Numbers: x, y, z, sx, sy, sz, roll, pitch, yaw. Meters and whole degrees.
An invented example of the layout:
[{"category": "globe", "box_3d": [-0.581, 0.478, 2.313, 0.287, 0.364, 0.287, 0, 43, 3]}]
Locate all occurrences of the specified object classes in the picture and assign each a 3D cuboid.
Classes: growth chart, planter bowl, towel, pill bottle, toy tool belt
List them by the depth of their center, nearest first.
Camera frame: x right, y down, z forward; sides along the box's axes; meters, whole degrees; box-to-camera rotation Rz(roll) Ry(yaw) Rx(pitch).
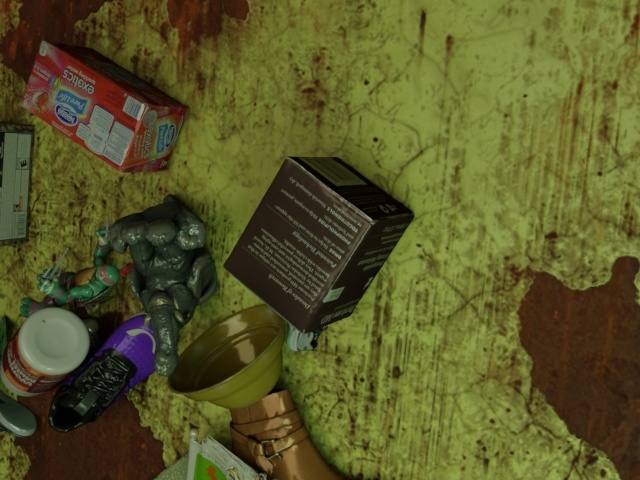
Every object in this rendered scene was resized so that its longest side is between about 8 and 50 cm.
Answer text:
[{"category": "planter bowl", "box_3d": [-0.129, 0.203, 1.385, 0.217, 0.217, 0.090, -21, 112, 27]}, {"category": "growth chart", "box_3d": [-0.147, 0.410, 1.412, 0.237, 0.021, 0.171, 21, 118, 40]}, {"category": "towel", "box_3d": [-0.230, 0.435, 1.531, 0.148, 0.027, 0.110, -39, 76, 24]}, {"category": "pill bottle", "box_3d": [-0.503, 0.207, 1.558, 0.221, 0.121, 0.121, -37, 76, 52]}, {"category": "toy tool belt", "box_3d": [-0.434, 0.186, 1.597, 0.052, 0.051, 0.083, -24, 84, 27]}]

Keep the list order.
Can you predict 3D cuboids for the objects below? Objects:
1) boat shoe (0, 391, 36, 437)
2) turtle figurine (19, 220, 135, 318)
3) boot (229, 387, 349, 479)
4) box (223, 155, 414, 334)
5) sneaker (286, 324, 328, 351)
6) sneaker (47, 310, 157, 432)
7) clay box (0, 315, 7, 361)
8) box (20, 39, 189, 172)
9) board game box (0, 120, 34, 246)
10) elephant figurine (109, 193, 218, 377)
[{"category": "boat shoe", "box_3d": [-0.632, 0.357, 1.711, 0.183, 0.065, 0.083, 27, 107, 30]}, {"category": "turtle figurine", "box_3d": [-0.428, 0.067, 1.535, 0.234, 0.175, 0.118, -24, 103, 35]}, {"category": "boot", "box_3d": [-0.027, 0.341, 1.385, 0.284, 0.109, 0.220, -9, 90, 37]}, {"category": "box", "box_3d": [0.000, 0.000, 1.293, 0.167, 0.168, 0.203, 38, 110, 18]}, {"category": "sneaker", "box_3d": [-0.020, 0.132, 1.392, 0.069, 0.038, 0.098, 2, 105, 25]}, {"category": "sneaker", "box_3d": [-0.374, 0.246, 1.507, 0.102, 0.146, 0.293, 44, 117, -6]}, {"category": "clay box", "box_3d": [-0.684, 0.252, 1.683, 0.222, 0.053, 0.127, -55, 33, 11]}, {"category": "box", "box_3d": [-0.371, -0.230, 1.486, 0.257, 0.123, 0.128, 32, 108, 21]}, {"category": "board game box", "box_3d": [-0.679, -0.105, 1.560, 0.141, 0.291, 0.232, 10, 99, 26]}, {"category": "elephant figurine", "box_3d": [-0.252, 0.069, 1.431, 0.169, 0.186, 0.239, 13, 119, 46]}]
